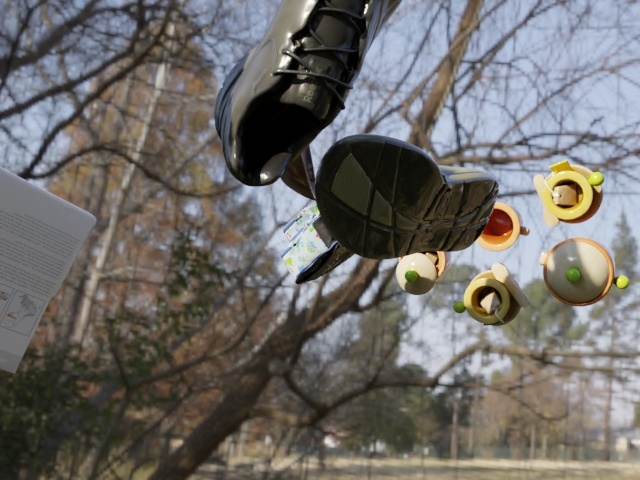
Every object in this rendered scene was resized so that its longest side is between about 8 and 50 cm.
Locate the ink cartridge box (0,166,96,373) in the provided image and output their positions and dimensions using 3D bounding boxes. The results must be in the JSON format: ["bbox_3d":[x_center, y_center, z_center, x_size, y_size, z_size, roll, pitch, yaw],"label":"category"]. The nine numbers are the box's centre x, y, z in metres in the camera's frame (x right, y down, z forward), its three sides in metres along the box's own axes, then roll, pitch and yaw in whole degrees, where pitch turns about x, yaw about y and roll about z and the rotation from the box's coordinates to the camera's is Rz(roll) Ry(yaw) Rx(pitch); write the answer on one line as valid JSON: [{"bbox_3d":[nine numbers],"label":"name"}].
[{"bbox_3d":[-0.496,0.018,1.247,0.066,0.261,0.296,22,-8,45],"label":"ink cartridge box"}]

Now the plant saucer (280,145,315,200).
[{"bbox_3d":[-0.041,-0.138,1.025,0.036,0.198,0.198,-13,-16,4],"label":"plant saucer"}]

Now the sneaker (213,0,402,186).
[{"bbox_3d":[0.005,-0.160,0.711,0.109,0.286,0.130,21,28,-15],"label":"sneaker"}]

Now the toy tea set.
[{"bbox_3d":[0.266,0.028,1.294,0.336,0.200,0.124,-24,-5,26],"label":"toy tea set"}]

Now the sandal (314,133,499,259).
[{"bbox_3d":[0.083,-0.046,0.933,0.086,0.120,0.303,38,16,32],"label":"sandal"}]

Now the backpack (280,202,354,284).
[{"bbox_3d":[0.000,0.000,1.226,0.105,0.084,0.114,-15,-24,-49],"label":"backpack"}]
